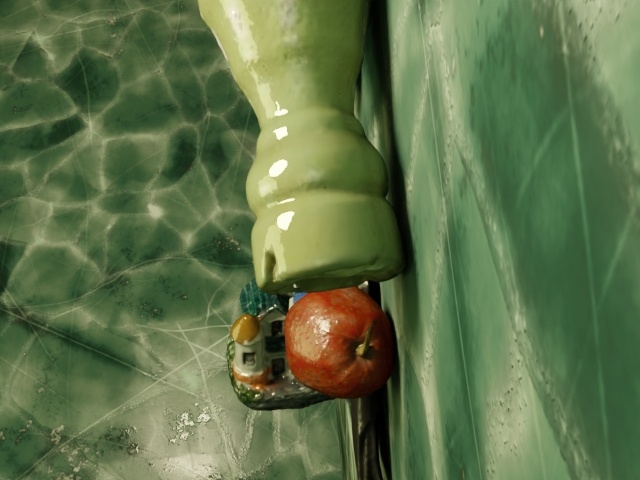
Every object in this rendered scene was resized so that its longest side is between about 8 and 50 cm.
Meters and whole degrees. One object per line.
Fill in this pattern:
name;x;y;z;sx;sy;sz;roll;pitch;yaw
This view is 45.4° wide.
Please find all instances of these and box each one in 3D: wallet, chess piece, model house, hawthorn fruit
wallet;0.071;0.205;1.234;0.197;0.051;0.377;-89;-5;-83
chess piece;-0.020;-0.164;0.886;0.234;0.234;0.442;96;166;-78
model house;-0.052;0.153;1.470;0.190;0.271;0.301;-105;11;-51
hawthorn fruit;0.038;0.142;1.019;0.203;0.163;0.162;-161;65;-68

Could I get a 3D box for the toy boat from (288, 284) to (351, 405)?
toy boat;0.027;0.199;1.376;0.129;0.088;0.295;-77;-36;-61
